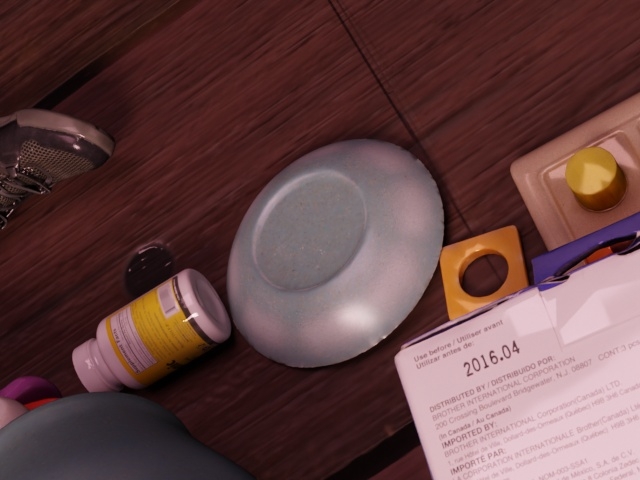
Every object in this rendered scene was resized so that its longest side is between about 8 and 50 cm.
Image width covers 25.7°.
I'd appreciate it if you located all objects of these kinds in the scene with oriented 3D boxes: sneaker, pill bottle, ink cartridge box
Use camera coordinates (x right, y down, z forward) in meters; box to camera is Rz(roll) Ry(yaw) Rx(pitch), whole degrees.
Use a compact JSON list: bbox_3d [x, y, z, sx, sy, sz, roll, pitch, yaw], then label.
[{"bbox_3d":[-0.279,-0.045,1.232,0.227,0.087,0.130,-3,65,31],"label":"sneaker"},{"bbox_3d":[-0.133,0.076,1.095,0.116,0.065,0.065,-30,54,12],"label":"pill bottle"},{"bbox_3d":[0.218,0.143,0.794,0.270,0.151,0.395,-25,61,14],"label":"ink cartridge box"}]

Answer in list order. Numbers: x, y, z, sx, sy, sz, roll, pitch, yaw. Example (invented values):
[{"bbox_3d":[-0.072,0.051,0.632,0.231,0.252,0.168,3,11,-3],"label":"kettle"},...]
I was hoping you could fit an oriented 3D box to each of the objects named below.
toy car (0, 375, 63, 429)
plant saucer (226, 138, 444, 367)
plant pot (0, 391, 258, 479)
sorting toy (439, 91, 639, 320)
[{"bbox_3d":[-0.242,0.162,1.078,0.182,0.159,0.136,23,43,36],"label":"toy car"},{"bbox_3d":[0.000,0.000,1.072,0.195,0.037,0.195,-15,58,26],"label":"plant saucer"},{"bbox_3d":[-0.125,0.238,0.893,0.271,0.271,0.255,-44,38,2],"label":"plant pot"},{"bbox_3d":[0.235,-0.030,0.957,0.347,0.047,0.196,-29,54,13],"label":"sorting toy"}]
